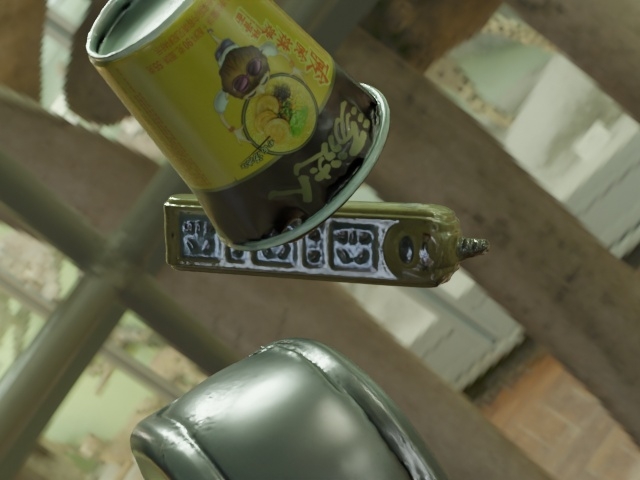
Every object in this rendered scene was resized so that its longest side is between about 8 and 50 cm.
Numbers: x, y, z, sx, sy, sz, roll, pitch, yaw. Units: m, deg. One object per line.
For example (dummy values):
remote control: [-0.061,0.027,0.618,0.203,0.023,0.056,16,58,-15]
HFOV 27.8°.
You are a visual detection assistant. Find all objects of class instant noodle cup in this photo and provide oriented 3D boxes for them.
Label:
instant noodle cup: [-0.082,-0.140,1.182,0.215,0.236,0.215,-29,34,21]

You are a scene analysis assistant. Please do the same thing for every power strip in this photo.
power strip: [0.000,0.000,1.468,0.066,0.388,0.092,-31,-58,-69]

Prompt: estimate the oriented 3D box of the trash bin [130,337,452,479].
trash bin: [0.002,0.163,0.617,0.101,0.236,0.177,-31,37,-20]
